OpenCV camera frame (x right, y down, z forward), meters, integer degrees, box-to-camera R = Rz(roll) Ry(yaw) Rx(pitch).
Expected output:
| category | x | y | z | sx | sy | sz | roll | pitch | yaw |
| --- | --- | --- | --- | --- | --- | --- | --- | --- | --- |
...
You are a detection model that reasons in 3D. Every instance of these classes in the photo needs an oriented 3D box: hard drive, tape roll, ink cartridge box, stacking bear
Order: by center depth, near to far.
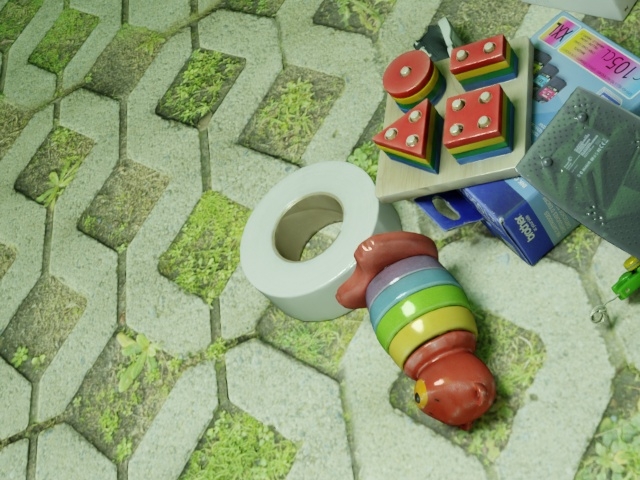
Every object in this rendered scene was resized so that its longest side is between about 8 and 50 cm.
| category | x | y | z | sx | sy | sz | roll | pitch | yaw |
| --- | --- | --- | --- | --- | --- | --- | --- | --- | --- |
| hard drive | 0.424 | -0.086 | 1.333 | 0.255 | 0.054 | 0.172 | 37 | 89 | 17 |
| stacking bear | 0.163 | 0.146 | 1.422 | 0.164 | 0.175 | 0.289 | -8 | 54 | -25 |
| ink cartridge box | 0.341 | -0.149 | 1.519 | 0.395 | 0.151 | 0.270 | -42 | 45 | 3 |
| tape roll | 0.000 | 0.000 | 1.675 | 0.286 | 0.100 | 0.286 | -18 | 50 | 23 |

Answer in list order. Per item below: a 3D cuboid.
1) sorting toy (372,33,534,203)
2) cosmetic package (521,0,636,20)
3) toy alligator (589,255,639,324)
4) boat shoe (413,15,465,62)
| category | x | y | z | sx | sy | sz | roll | pitch | yaw |
| --- | --- | --- | --- | --- | --- | --- | --- | --- | --- |
| sorting toy | 0.198 | -0.209 | 1.492 | 0.255 | 0.089 | 0.257 | -11 | 55 | 32 |
| cosmetic package | 0.455 | -0.482 | 1.704 | 0.231 | 0.117 | 0.085 | 26 | 76 | 42 |
| toy alligator | 0.459 | 0.051 | 1.361 | 0.190 | 0.056 | 0.051 | -41 | 3 | 4 |
| boat shoe | 0.231 | -0.311 | 1.721 | 0.091 | 0.114 | 0.302 | -33 | 23 | 18 |
